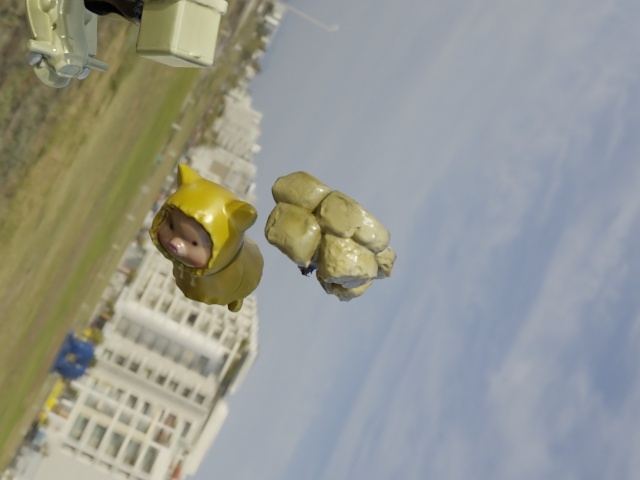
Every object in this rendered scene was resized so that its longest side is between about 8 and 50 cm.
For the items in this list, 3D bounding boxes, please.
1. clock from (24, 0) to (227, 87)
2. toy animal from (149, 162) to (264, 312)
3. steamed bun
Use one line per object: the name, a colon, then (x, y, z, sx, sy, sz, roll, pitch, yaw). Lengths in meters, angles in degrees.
clock: (-0.263, -0.331, 1.312, 0.379, 0.120, 0.277, 5, -94, 43)
toy animal: (-0.153, 0.009, 1.502, 0.230, 0.156, 0.156, 89, 17, -49)
steamed bun: (0.000, 0.000, 1.366, 0.106, 0.192, 0.177, -49, 169, -11)
